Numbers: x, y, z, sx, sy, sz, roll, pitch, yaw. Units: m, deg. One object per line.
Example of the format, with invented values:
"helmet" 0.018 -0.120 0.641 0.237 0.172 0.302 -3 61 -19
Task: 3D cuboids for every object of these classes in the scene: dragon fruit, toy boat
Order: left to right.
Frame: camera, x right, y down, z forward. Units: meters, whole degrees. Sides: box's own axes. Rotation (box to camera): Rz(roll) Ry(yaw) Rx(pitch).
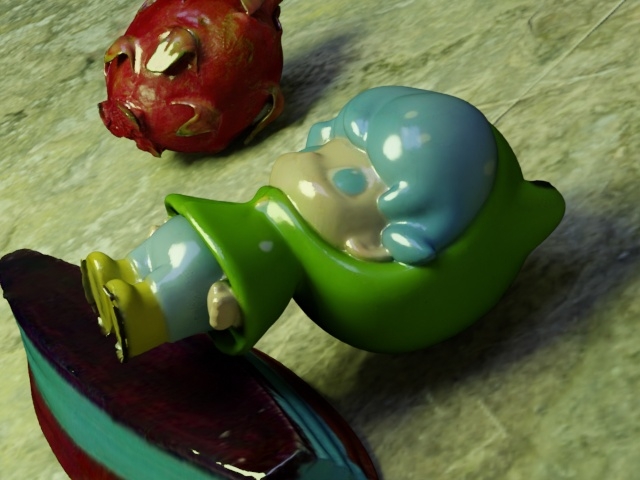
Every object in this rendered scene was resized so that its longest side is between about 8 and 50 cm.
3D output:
"toy boat" -0.105 0.086 1.099 0.136 0.079 0.392 -37 32 -17
"dragon fruit" -0.085 -0.131 1.367 0.133 0.136 0.166 36 74 22

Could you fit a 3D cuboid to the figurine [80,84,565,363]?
"figurine" 0.000 0.000 1.034 0.263 0.143 0.162 -19 21 -16
